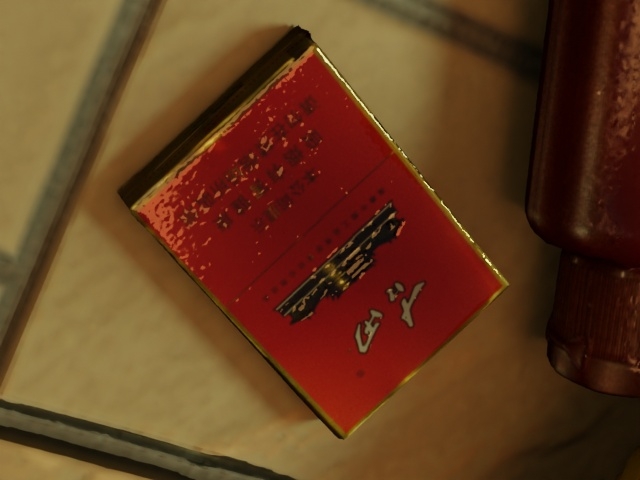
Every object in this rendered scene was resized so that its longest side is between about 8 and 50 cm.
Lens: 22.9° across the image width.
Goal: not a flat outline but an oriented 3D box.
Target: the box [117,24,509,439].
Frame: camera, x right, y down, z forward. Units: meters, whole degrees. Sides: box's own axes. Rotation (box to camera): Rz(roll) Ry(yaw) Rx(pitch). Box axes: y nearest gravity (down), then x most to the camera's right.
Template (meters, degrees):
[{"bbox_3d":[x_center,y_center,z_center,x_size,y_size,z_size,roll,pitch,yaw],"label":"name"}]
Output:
[{"bbox_3d":[0.000,0.000,0.585,0.090,0.023,0.133,-41,117,-2],"label":"box"}]

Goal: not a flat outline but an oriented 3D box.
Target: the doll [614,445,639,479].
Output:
[{"bbox_3d":[0.237,0.090,0.618,0.423,0.161,0.348,-14,132,-29],"label":"doll"}]

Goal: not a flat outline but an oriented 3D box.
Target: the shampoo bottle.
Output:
[{"bbox_3d":[0.129,-0.072,0.589,0.102,0.064,0.260,-2,109,-23],"label":"shampoo bottle"}]
